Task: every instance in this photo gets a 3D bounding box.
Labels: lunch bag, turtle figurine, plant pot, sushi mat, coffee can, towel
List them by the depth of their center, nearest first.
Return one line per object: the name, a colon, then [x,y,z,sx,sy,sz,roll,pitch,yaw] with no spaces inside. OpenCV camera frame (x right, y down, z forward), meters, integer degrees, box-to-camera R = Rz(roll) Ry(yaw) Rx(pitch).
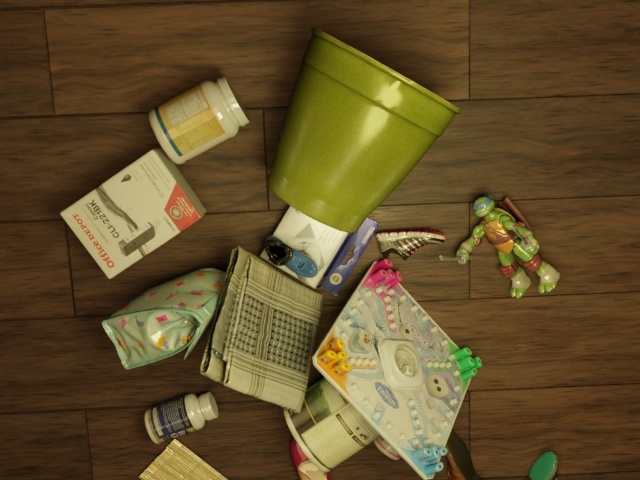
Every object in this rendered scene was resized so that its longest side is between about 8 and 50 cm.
plant pot: [0.061,-0.221,1.659,0.367,0.366,0.352,28,103,-7]
towel: [-0.118,0.211,1.733,0.324,0.056,0.312,32,62,-41]
lunch bag: [-0.328,0.174,1.749,0.262,0.223,0.160,-18,102,26]
turtle figurine: [0.429,0.043,1.784,0.198,0.274,0.266,-36,109,21]
coffee can: [0.076,0.411,1.852,0.275,0.201,0.201,-36,100,5]
sushi mat: [-0.313,0.669,1.984,0.316,0.019,0.151,41,96,-8]

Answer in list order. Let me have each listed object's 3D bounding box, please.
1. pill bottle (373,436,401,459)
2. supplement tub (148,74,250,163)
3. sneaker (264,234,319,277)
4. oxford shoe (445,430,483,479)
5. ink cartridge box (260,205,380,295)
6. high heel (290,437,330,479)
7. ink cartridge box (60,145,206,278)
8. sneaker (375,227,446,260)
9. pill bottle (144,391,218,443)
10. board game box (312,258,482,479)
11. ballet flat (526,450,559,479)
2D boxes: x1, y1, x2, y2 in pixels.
pill bottle: [0.214,0.476,1.927,0.087,0.087,0.160,35,98,-8]
supplement tub: [-0.279,-0.281,1.738,0.200,0.144,0.144,-27,100,3]
sneaker: [-0.071,0.047,1.791,0.152,0.084,0.058,38,100,-7]
oxford shoe: [0.359,0.598,1.968,0.076,0.076,0.212,-24,91,43]
ink cartridge box: [0.000,0.000,1.850,0.224,0.045,0.223,29,99,-7]
high heel: [-0.016,0.627,1.934,0.082,0.117,0.244,-19,101,2]
ink cartridge box: [-0.443,-0.067,1.790,0.273,0.114,0.197,-33,101,6]
sneaker: [0.223,0.011,1.852,0.171,0.063,0.074,-2,101,4]
pill bottle: [-0.350,0.444,1.901,0.170,0.094,0.094,-21,101,3]
board game box: [0.200,0.284,1.758,0.390,0.390,0.050,47,132,-9]
ballet flat: [0.578,0.650,1.987,0.074,0.074,0.203,30,92,-7]
